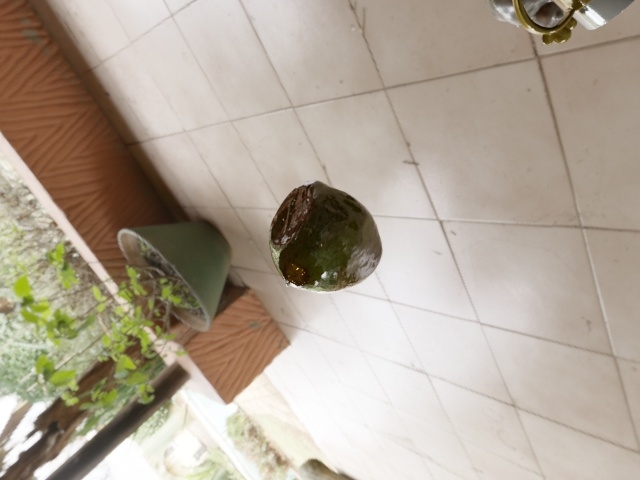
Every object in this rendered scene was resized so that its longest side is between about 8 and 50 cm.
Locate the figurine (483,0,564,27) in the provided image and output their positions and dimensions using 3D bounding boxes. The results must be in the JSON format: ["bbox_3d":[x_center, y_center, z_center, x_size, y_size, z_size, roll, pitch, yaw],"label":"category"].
[{"bbox_3d":[0.491,-0.700,1.260,0.248,0.203,0.381,-114,0,-58],"label":"figurine"}]

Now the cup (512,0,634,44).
[{"bbox_3d":[0.379,-0.433,0.780,0.226,0.241,0.185,32,-169,-8],"label":"cup"}]

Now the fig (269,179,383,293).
[{"bbox_3d":[0.000,0.000,0.671,0.144,0.165,0.154,-17,101,26],"label":"fig"}]
